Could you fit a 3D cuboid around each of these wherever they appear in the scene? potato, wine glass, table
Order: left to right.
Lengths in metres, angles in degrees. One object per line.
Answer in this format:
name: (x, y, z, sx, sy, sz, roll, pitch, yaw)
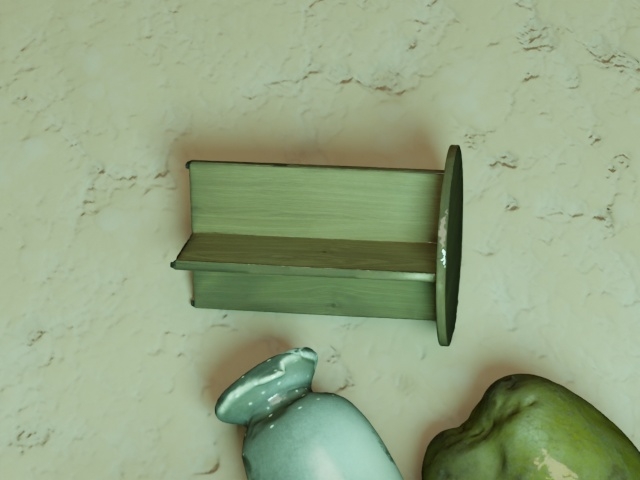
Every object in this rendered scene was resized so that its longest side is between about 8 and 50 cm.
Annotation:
table: (0.000, 0.000, 1.456, 0.226, 0.167, 0.167, 2, 67, 9)
wine glass: (0.004, 0.189, 1.389, 0.111, 0.111, 0.204, -28, 70, -12)
potato: (0.177, 0.200, 1.374, 0.200, 0.137, 0.154, 42, 102, 29)
